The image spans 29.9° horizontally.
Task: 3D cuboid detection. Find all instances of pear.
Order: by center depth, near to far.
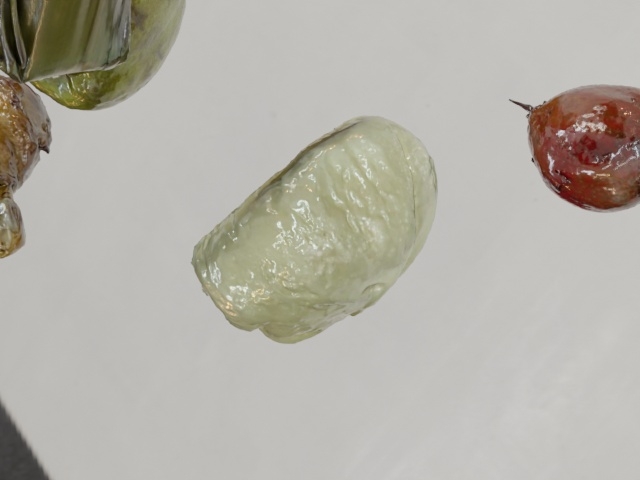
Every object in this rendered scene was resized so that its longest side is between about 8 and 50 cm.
[{"bbox_3d":[-0.396,-0.430,2.077,0.352,0.352,0.414,-16,49,39],"label":"pear"}]

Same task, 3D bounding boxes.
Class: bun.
[{"bbox_3d":[0.000,0.000,1.095,0.153,0.244,0.244,50,123,4],"label":"bun"}]

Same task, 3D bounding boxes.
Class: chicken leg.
[{"bbox_3d":[-0.331,-0.077,1.245,0.087,0.107,0.252,-20,41,6],"label":"chicken leg"}]

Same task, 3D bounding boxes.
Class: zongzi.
[{"bbox_3d":[-0.212,-0.280,0.811,0.289,0.123,0.260,51,135,31],"label":"zongzi"}]

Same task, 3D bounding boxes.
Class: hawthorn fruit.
[{"bbox_3d":[0.357,-0.135,1.616,0.235,0.181,0.181,25,108,22],"label":"hawthorn fruit"}]
